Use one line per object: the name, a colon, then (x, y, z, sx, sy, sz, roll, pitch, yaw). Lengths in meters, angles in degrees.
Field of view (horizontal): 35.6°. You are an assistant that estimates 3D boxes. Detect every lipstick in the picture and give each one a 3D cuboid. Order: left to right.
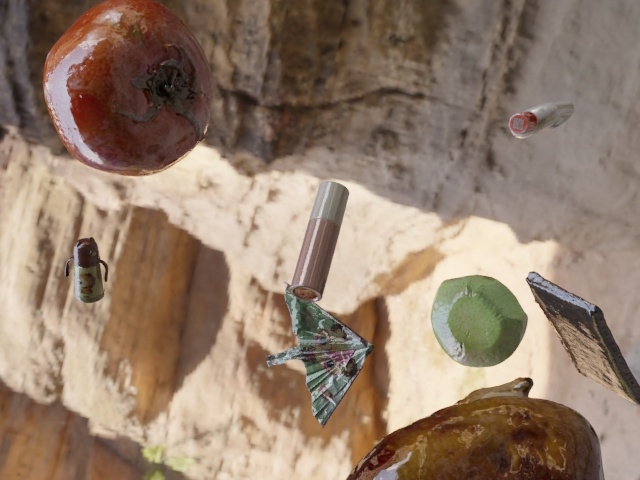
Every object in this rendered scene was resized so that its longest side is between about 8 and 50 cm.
lipstick: (0.000, 0.000, 2.064, 0.070, 0.070, 0.255, 113, 174, -62)

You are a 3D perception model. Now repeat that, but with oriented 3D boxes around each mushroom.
mushroom: (0.166, 0.313, 1.183, 0.260, 0.345, 0.346, -118, 38, -53)

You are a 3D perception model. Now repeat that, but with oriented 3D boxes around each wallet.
wallet: (0.429, 0.163, 1.598, 0.030, 0.285, 0.146, -49, 41, -14)

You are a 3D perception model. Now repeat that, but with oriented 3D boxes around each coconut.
coconut: (0.346, 0.177, 2.184, 0.236, 0.235, 0.205, -171, 81, -85)

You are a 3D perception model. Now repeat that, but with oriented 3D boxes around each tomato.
tomato: (-0.256, -0.194, 1.310, 0.188, 0.232, 0.232, 8, 83, 48)

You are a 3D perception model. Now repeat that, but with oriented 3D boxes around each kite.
kite: (-0.005, 0.237, 2.079, 0.013, 0.267, 0.323, -21, -80, -58)

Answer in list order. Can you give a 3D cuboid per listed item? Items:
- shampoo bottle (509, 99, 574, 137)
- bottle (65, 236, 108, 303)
shampoo bottle: (0.441, -0.246, 2.032, 0.108, 0.051, 0.221, -29, -6, 32)
bottle: (-0.353, 0.043, 1.503, 0.047, 0.063, 0.101, -124, 31, -55)
